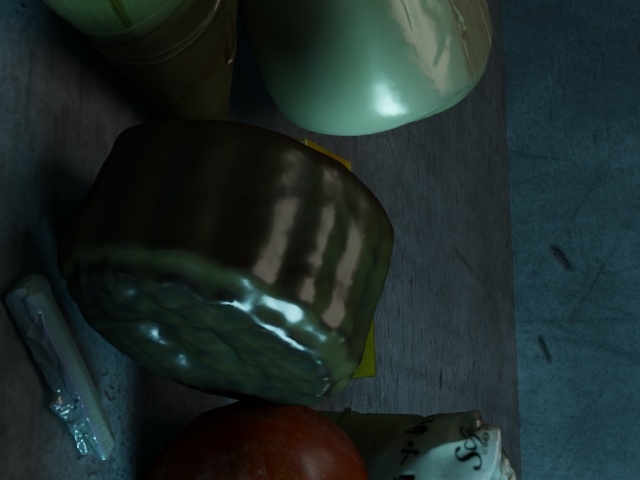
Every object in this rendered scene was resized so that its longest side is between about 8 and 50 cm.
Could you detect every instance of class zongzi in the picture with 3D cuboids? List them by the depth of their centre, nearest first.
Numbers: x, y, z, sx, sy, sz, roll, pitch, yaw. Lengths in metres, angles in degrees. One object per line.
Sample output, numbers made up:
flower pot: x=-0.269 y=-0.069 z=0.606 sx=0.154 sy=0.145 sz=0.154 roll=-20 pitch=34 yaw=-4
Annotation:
zongzi: x=-0.155 y=-0.348 z=0.862 sx=0.418 sy=0.181 sz=0.447 roll=69 pitch=21 yaw=-66

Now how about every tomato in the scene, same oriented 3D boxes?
tomato: x=-0.066 y=0.251 z=0.852 sx=0.189 sy=0.232 sz=0.232 roll=60 pitch=28 yaw=-7

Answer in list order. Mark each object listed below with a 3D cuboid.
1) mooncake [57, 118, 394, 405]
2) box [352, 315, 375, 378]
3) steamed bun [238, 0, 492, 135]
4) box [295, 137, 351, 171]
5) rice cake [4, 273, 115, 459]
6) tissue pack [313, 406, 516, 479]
mooncake: x=-0.086 y=0.031 z=0.771 sx=0.290 sy=0.290 sz=0.161 roll=55 pitch=45 yaw=-49
box: x=-0.032 y=0.088 z=1.106 sx=0.335 sy=0.047 sz=0.187 roll=10 pitch=76 yaw=-56
steamed bun: x=0.035 y=-0.352 z=1.126 sx=0.371 sy=0.289 sz=0.456 roll=69 pitch=25 yaw=-21
box: x=0.000 y=0.000 z=1.261 sx=0.152 sy=0.043 sz=0.269 roll=19 pitch=69 yaw=-59
rice cake: x=-0.223 y=0.114 z=0.746 sx=0.042 sy=0.030 sz=0.180 roll=-64 pitch=142 yaw=-58
tissue pack: x=0.064 y=0.379 z=0.973 sx=0.195 sy=0.390 sz=0.376 roll=13 pitch=72 yaw=-32
